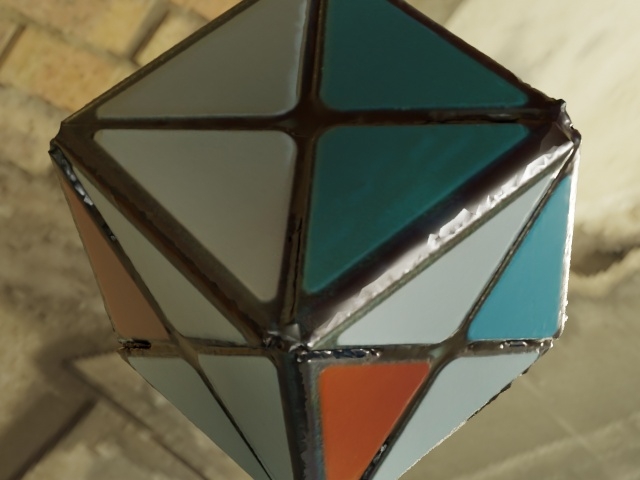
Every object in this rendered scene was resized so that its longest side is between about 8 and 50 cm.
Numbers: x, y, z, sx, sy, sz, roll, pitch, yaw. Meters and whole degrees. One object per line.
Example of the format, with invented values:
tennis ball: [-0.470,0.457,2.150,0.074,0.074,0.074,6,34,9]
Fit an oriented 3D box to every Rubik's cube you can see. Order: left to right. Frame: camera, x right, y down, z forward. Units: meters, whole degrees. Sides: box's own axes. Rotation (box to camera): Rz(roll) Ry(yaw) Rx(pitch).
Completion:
Rubik's cube: [0.000,0.000,1.077,0.246,0.250,0.248,-38,58,-21]
